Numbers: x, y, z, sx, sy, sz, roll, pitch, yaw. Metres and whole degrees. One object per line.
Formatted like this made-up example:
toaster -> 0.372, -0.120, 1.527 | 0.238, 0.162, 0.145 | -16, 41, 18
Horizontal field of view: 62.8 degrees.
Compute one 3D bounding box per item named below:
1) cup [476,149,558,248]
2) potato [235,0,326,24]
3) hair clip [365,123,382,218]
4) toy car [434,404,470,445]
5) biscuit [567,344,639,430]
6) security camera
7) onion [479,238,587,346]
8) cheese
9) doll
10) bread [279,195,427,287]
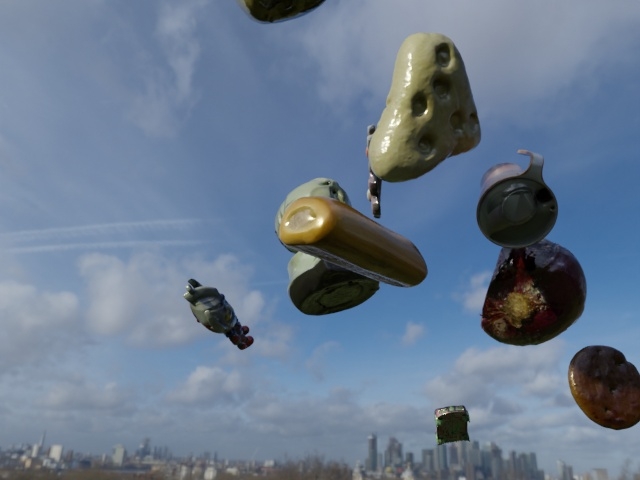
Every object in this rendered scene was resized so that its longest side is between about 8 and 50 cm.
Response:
cup -> 0.486, -0.123, 1.316 | 0.182, 0.264, 0.226 | 18, -65, 4
potato -> -0.044, -0.510, 0.918 | 0.218, 0.351, 0.202 | 13, -30, 3
hair clip -> 0.156, -0.188, 1.437 | 0.075, 0.257, 0.146 | 5, 5, 3
toy car -> 0.271, 0.380, 1.093 | 0.069, 0.055, 0.142 | -10, -47, 4
biscuit -> 0.700, 0.353, 1.278 | 0.212, 0.212, 0.036 | 8, -29, -12
security camera -> 0.000, 0.000, 1.111 | 0.197, 0.277, 0.191 | 2, -32, -34
onion -> 0.630, 0.158, 1.534 | 0.260, 0.337, 0.282 | 17, 15, 22
cheese -> 0.239, -0.340, 1.317 | 0.351, 0.328, 0.129 | -27, 19, -26
doll -> -0.175, 0.128, 0.900 | 0.062, 0.104, 0.195 | -21, -41, 12
bread -> 0.053, 0.005, 0.703 | 0.092, 0.074, 0.239 | -4, -19, 42
